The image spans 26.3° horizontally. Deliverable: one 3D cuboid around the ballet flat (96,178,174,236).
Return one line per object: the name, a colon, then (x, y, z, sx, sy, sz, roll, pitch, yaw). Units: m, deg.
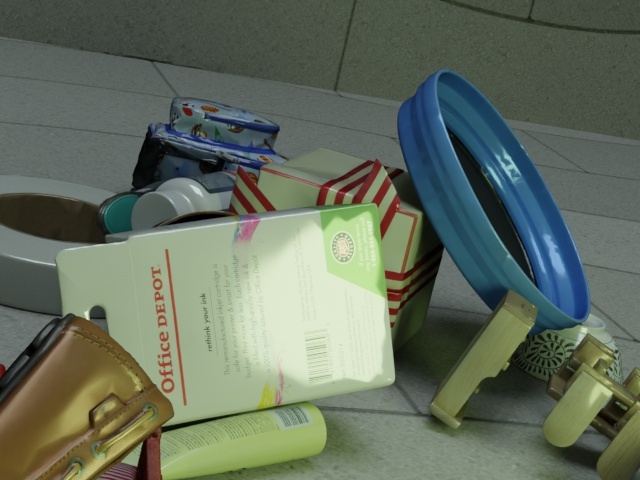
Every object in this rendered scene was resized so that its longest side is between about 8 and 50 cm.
ballet flat: (-0.257, -0.037, 1.874, 0.074, 0.074, 0.203, 20, 24, 23)

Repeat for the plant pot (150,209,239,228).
plant pot: (-0.166, 0.064, 1.650, 0.215, 0.215, 0.230, 6, 2, -21)

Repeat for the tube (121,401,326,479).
tube: (-0.105, 0.214, 1.419, 0.240, 0.070, 0.062, -5, 63, -38)

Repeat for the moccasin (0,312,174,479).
moccasin: (-0.241, 0.224, 0.929, 0.147, 0.139, 0.380, 42, 53, -4)

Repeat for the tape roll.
tape roll: (-0.367, 0.000, 1.894, 0.392, 0.072, 0.392, 12, 17, -4)

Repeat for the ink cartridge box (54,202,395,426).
ink cartridge box: (-0.110, 0.079, 1.483, 0.354, 0.207, 0.119, -7, 5, -20)

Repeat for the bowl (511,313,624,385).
bowl: (0.359, 0.146, 1.945, 0.170, 0.080, 0.170, 13, 17, -4)

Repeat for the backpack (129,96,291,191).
backpack: (-0.161, -0.117, 2.229, 0.263, 0.213, 0.276, 21, 12, -10)

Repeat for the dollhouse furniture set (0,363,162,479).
dollhouse furniture set: (-0.257, 0.185, 1.215, 0.201, 0.152, 0.374, 9, 17, -13)

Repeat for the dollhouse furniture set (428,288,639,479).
dollhouse furniture set: (0.279, 0.200, 1.661, 0.242, 0.161, 0.212, 36, 14, 5)

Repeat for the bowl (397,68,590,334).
bowl: (0.235, -0.047, 1.868, 0.391, 0.077, 0.391, 46, 25, -30)

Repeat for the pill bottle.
pill bottle: (-0.169, -0.035, 1.848, 0.108, 0.108, 0.180, 21, 17, 27)

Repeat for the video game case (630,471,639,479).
video game case: (0.416, 0.327, 1.487, 0.193, 0.023, 0.212, 18, 18, 15)

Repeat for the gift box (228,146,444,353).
gift box: (0.024, 0.000, 1.853, 0.255, 0.276, 0.258, 13, 17, 17)
